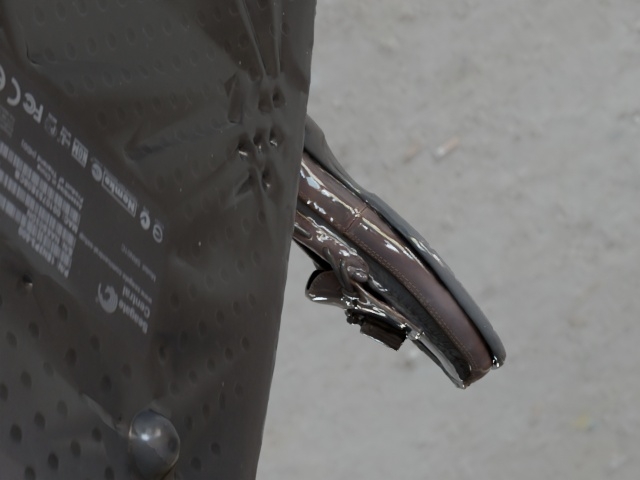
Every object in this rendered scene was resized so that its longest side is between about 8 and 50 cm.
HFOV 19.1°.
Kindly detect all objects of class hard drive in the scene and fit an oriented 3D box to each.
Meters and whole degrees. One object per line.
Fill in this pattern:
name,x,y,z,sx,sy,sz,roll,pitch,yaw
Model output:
hard drive,-0.064,-0.053,0.422,0.054,0.254,0.172,-13,142,26

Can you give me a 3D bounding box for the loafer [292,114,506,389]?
loafer,0.000,0.000,1.345,0.095,0.302,0.109,-42,178,-13
